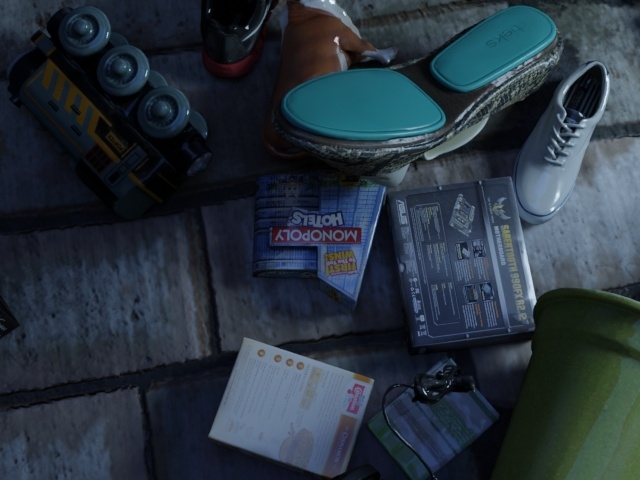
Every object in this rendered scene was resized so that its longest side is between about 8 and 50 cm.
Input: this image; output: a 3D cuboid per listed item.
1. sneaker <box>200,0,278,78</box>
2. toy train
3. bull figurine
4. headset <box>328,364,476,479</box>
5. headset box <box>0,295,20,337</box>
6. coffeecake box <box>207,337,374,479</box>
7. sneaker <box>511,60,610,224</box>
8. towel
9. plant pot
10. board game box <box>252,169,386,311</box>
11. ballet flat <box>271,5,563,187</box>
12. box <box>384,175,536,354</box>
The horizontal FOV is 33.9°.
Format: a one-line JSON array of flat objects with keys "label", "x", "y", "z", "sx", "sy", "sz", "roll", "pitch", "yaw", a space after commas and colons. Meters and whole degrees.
[{"label": "sneaker", "x": -0.110, "y": -0.385, "z": 1.573, "sx": 0.098, "sy": 0.135, "sz": 0.276, "roll": 15, "pitch": 71, "yaw": 7}, {"label": "toy train", "x": -0.309, "y": -0.188, "z": 1.515, "sx": 0.190, "sy": 0.142, "sz": 0.334, "roll": -44, "pitch": 76, "yaw": -3}, {"label": "bull figurine", "x": 0.010, "y": -0.253, "z": 1.544, "sx": 0.188, "sy": 0.101, "sz": 0.310, "roll": 13, "pitch": 77, "yaw": -1}, {"label": "headset", "x": 0.108, "y": 0.352, "z": 1.293, "sx": 0.243, "sy": 0.185, "sz": 0.394, "roll": 13, "pitch": 101, "yaw": 30}, {"label": "headset box", "x": -0.601, "y": 0.105, "z": 1.429, "sx": 0.293, "sy": 0.110, "sz": 0.218, "roll": -36, "pitch": 75, "yaw": -11}, {"label": "coffeecake box", "x": -0.037, "y": 0.229, "z": 1.406, "sx": 0.185, "sy": 0.068, "sz": 0.142, "roll": 18, "pitch": 73, "yaw": 6}, {"label": "sneaker", "x": 0.344, "y": -0.149, "z": 1.513, "sx": 0.094, "sy": 0.091, "sz": 0.258, "roll": 20, "pitch": 73, "yaw": 7}, {"label": "towel", "x": 0.153, "y": 0.244, "z": 1.424, "sx": 0.152, "sy": 0.023, "sz": 0.113, "roll": -38, "pitch": 75, "yaw": -11}, {"label": "plant pot", "x": 0.335, "y": 0.239, "z": 1.280, "sx": 0.276, "sy": 0.276, "sz": 0.254, "roll": 29, "pitch": 70, "yaw": 9}, {"label": "board game box", "x": 0.000, "y": 0.000, "z": 1.485, "sx": 0.194, "sy": 0.060, "sz": 0.194, "roll": 0, "pitch": 71, "yaw": 0}, {"label": "ballet flat", "x": 0.140, "y": -0.173, "z": 1.445, "sx": 0.483, "sy": 0.182, "sz": 0.164, "roll": -27, "pitch": 57, "yaw": -29}, {"label": "box", "x": 0.197, "y": 0.034, "z": 1.474, "sx": 0.183, "sy": 0.056, "sz": 0.231, "roll": -8, "pitch": 72, "yaw": -3}]
